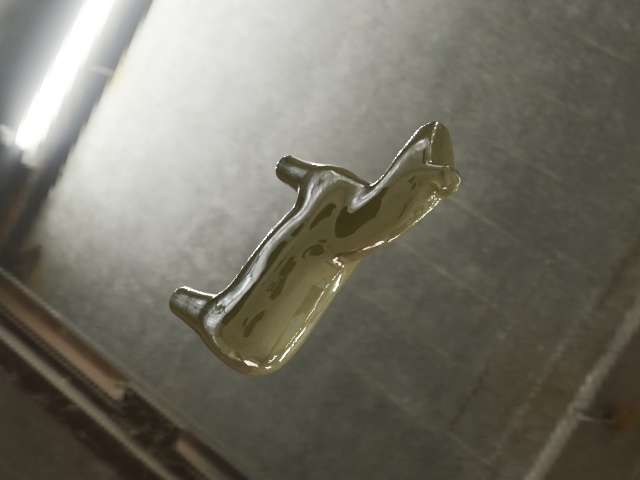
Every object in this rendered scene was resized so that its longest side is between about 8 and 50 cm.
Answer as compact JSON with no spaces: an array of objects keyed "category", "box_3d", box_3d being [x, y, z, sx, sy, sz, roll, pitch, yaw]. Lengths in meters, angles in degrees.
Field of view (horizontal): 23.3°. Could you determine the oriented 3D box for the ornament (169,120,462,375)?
[{"category":"ornament","box_3d":[0.000,0.000,1.150,0.230,0.061,0.245,-53,-157,-5]}]
